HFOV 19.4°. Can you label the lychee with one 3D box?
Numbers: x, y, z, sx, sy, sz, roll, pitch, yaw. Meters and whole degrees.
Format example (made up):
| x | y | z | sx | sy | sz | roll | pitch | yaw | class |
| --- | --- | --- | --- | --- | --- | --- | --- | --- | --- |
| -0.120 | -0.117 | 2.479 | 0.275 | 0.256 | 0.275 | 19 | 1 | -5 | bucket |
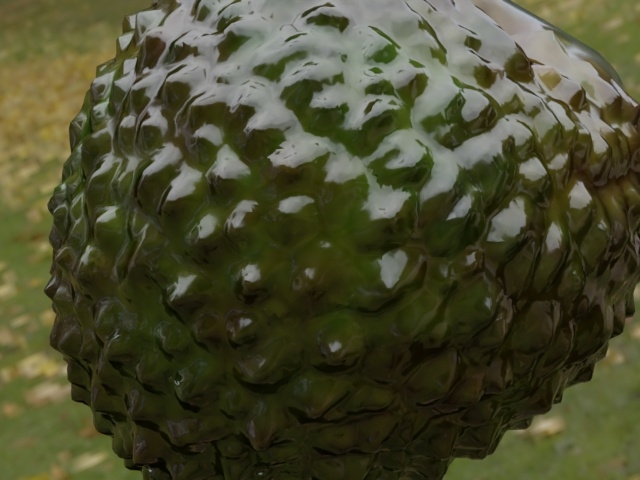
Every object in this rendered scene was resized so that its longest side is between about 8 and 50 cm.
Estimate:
| x | y | z | sx | sy | sz | roll | pitch | yaw | class |
| --- | --- | --- | --- | --- | --- | --- | --- | --- | --- |
| 0.000 | 0.000 | 0.498 | 0.171 | 0.171 | 0.171 | -22 | 9 | 4 | lychee |
